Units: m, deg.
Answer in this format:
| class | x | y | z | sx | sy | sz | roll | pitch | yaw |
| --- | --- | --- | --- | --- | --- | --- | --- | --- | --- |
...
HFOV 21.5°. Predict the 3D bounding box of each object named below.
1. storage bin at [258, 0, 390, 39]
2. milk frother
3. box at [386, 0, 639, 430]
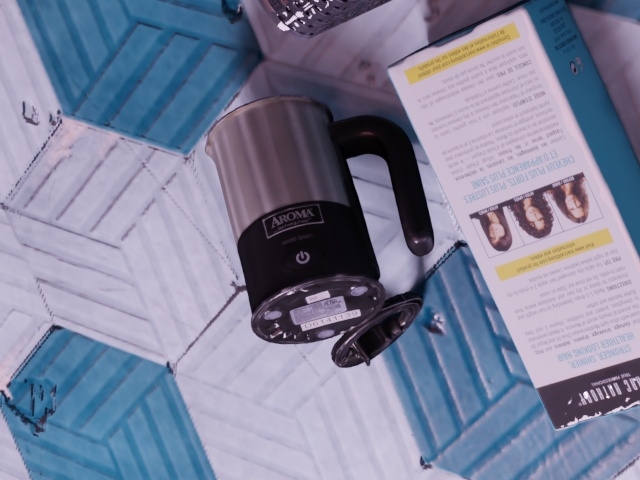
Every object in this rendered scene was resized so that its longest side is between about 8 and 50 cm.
| class | x | y | z | sx | sy | sz | roll | pitch | yaw |
| --- | --- | --- | --- | --- | --- | --- | --- | --- | --- |
| storage bin | 0.020 | -0.196 | 0.925 | 0.084 | 0.180 | 0.122 | -32 | 91 | 36 |
| milk frother | 0.000 | 0.000 | 1.072 | 0.143 | 0.129 | 0.134 | 107 | 152 | -58 |
| box | 0.141 | -0.017 | 0.999 | 0.101 | 0.060 | 0.244 | -21 | 98 | 34 |
